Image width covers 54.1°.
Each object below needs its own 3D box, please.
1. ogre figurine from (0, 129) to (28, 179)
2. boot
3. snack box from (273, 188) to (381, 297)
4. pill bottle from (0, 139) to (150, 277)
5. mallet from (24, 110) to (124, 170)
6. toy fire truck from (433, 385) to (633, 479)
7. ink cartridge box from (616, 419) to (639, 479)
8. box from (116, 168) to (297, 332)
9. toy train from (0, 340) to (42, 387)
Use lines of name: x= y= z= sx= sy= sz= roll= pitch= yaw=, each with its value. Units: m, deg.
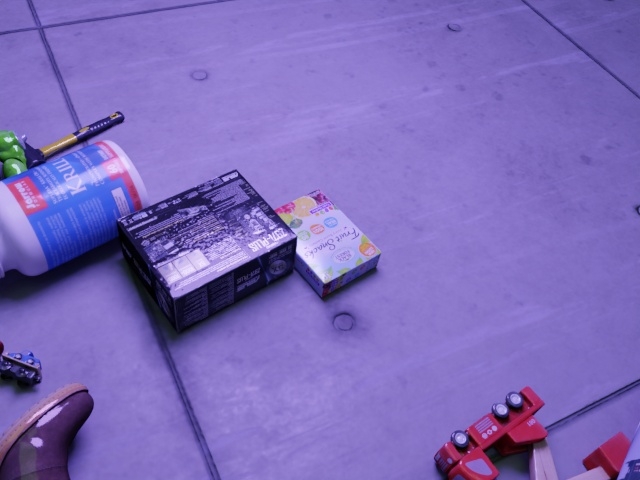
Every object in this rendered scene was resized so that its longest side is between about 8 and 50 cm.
ogre figurine: x=-0.475 y=-0.104 z=0.837 sx=0.197 sy=0.097 sz=0.118 roll=4 pitch=72 yaw=9
boot: x=-0.238 y=0.279 z=0.588 sx=0.207 sy=0.090 sz=0.248 roll=31 pitch=51 yaw=2
snack box: x=0.000 y=0.000 z=0.866 sx=0.100 sy=0.037 sz=0.141 roll=-28 pitch=60 yaw=-26
pill bottle: x=-0.340 y=-0.031 z=0.785 sx=0.222 sy=0.124 sz=0.124 roll=-32 pitch=61 yaw=-30
mallet: x=-0.385 y=-0.157 z=0.945 sx=0.062 sy=0.039 sz=0.189 roll=32 pitch=49 yaw=13
toy fire truck: x=0.237 y=0.240 z=0.695 sx=0.192 sy=0.047 sz=0.135 roll=-25 pitch=59 yaw=-25
ink cartridge box: x=0.420 y=0.267 z=0.664 sx=0.186 sy=0.065 sz=0.311 roll=42 pitch=57 yaw=4
box: x=-0.145 y=0.008 z=0.811 sx=0.180 sy=0.077 sz=0.147 roll=-29 pitch=60 yaw=-28
toy train: x=-0.382 y=0.126 z=0.713 sx=0.159 sy=0.027 sz=0.036 roll=20 pitch=40 yaw=9
